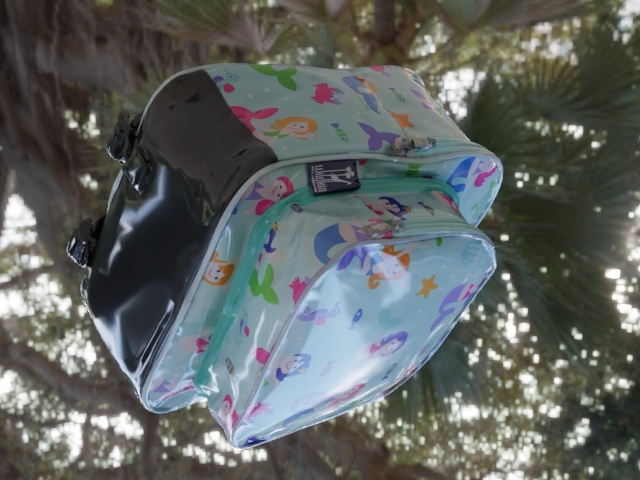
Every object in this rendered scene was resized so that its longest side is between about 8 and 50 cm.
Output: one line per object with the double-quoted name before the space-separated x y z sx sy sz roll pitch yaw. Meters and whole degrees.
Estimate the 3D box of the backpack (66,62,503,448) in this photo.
"backpack" 0.000 0.000 0.628 0.254 0.225 0.191 -17 -125 -44
